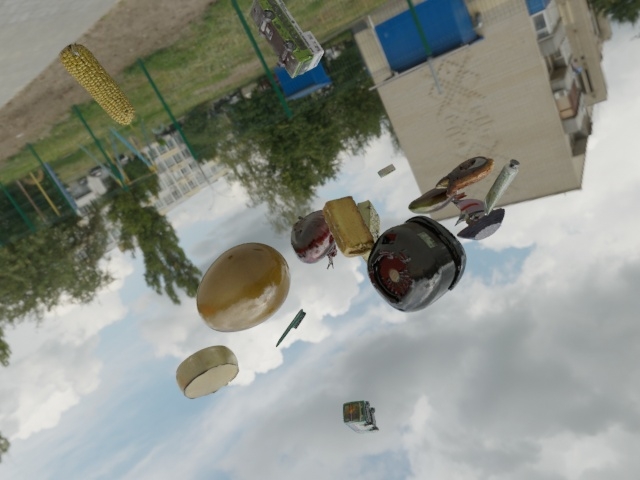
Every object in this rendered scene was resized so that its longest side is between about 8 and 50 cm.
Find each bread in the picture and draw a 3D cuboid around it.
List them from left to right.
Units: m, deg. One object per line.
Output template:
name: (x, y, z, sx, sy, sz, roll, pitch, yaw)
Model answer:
bread: (0.086, -0.044, 1.543, 0.114, 0.083, 0.211, -15, -123, -11)
bread: (0.214, -0.038, 2.173, 0.077, 0.138, 0.361, -22, -151, 19)
bread: (0.649, -0.287, 2.188, 0.269, 0.095, 0.139, -37, -148, 6)

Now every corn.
corn: (-0.725, -0.514, 1.614, 0.106, 0.293, 0.106, -31, -154, 18)

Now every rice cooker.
rice cooker: (0.274, 0.068, 1.425, 0.224, 0.267, 0.267, -18, -171, -38)

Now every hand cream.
hand cream: (0.549, -0.166, 1.506, 0.042, 0.194, 0.067, 8, -134, -12)

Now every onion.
onion: (0.000, 0.000, 2.189, 0.273, 0.285, 0.273, -46, -165, 16)

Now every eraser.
eraser: (0.316, -0.332, 2.338, 0.083, 0.019, 0.038, -30, -126, 4)

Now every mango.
mango: (0.537, -0.188, 2.325, 0.268, 0.111, 0.133, -24, -172, -17)

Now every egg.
egg: (-0.242, 0.151, 1.532, 0.322, 0.250, 0.250, -42, -162, 1)

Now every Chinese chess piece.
Chinese chess piece: (-0.461, 0.538, 2.001, 0.257, 0.257, 0.104, -29, -121, -8)

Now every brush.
brush: (-0.115, 0.350, 1.924, 0.193, 0.032, 0.043, -56, -165, 12)

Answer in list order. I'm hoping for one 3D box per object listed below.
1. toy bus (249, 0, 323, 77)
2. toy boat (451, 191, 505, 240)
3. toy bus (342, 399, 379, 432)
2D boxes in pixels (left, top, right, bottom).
toy bus: (-0.126, -0.745, 1.766, 0.139, 0.301, 0.113, -30, 174, -30)
toy boat: (0.690, -0.118, 2.138, 0.219, 0.072, 0.318, -15, -143, 23)
toy bus: (0.150, 0.649, 1.788, 0.109, 0.261, 0.091, -10, -122, 11)
